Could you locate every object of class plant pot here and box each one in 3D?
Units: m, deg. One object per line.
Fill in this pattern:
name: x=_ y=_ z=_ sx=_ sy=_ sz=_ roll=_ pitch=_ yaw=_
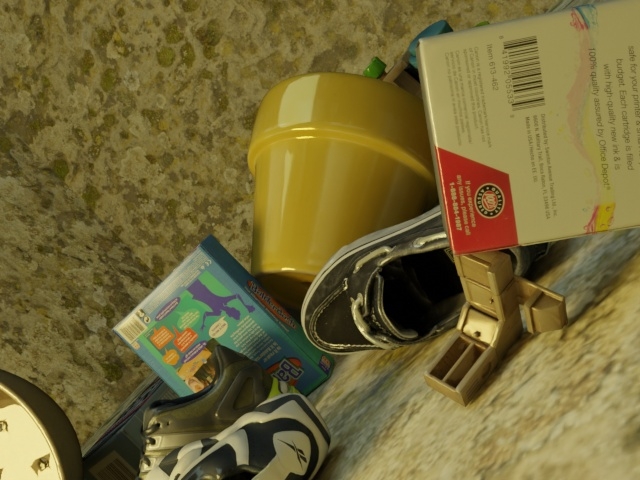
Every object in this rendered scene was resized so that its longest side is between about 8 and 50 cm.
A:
plant pot: x=0.019 y=-0.040 z=0.901 sx=0.254 sy=0.254 sz=0.239 roll=-35 pitch=38 yaw=60

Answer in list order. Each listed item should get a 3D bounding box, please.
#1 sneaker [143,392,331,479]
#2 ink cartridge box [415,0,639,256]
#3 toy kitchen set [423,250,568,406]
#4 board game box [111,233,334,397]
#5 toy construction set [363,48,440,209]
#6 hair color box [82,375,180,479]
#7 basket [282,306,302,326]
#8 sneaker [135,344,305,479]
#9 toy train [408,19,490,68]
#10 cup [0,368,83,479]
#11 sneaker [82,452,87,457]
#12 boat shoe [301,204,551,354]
sneaker: x=-0.103 y=0.225 z=0.575 sx=0.235 sy=0.094 sz=0.153 roll=-32 pitch=0 yaw=17
ink cartridge box: x=0.153 y=-0.071 z=0.428 sx=0.175 sy=0.128 sz=0.072 roll=-9 pitch=11 yaw=8
toy kitchen set: x=0.109 y=0.060 z=0.465 sx=0.068 sy=0.083 sz=0.075 roll=25 pitch=62 yaw=39
board game box: x=-0.113 y=0.123 z=0.842 sx=0.160 sy=0.210 sz=0.047 roll=-41 pitch=6 yaw=17
toy construction set: x=0.148 y=-0.176 z=1.082 sx=0.257 sy=0.237 sz=0.309 roll=-45 pitch=6 yaw=-14
hair color box: x=-0.197 y=0.236 z=1.129 sx=0.185 sy=0.113 sz=0.374 roll=-40 pitch=6 yaw=39
basket: x=-0.039 y=0.099 z=1.016 sx=0.167 sy=0.113 sz=0.103 roll=-46 pitch=3 yaw=-28
sneaker: x=-0.156 y=0.236 z=0.751 sx=0.300 sy=0.121 sz=0.111 roll=-47 pitch=5 yaw=-20
toy train: x=0.198 y=-0.169 z=0.752 sx=0.105 sy=0.143 sz=0.248 roll=-51 pitch=25 yaw=-5
cup: x=-0.440 y=0.305 z=0.917 sx=0.331 sy=0.331 sz=0.237 roll=-44 pitch=-4 yaw=0
sneaker: x=-0.463 y=0.464 z=1.188 sx=0.147 sy=0.145 sz=0.385 roll=-43 pitch=7 yaw=18
boat shoe: x=0.072 y=0.050 z=0.649 sx=0.301 sy=0.108 sz=0.102 roll=-29 pitch=12 yaw=42
